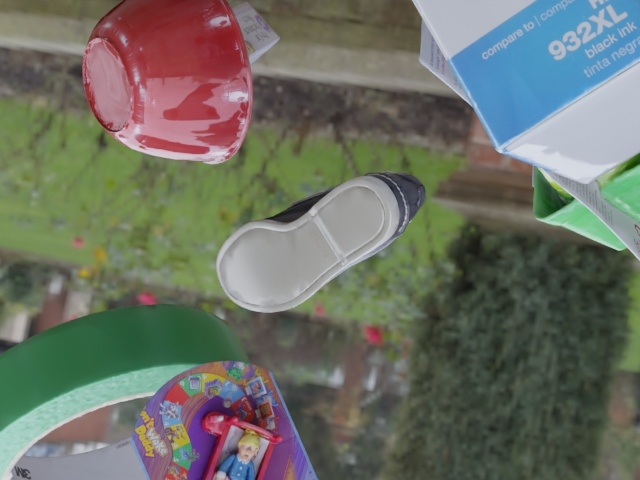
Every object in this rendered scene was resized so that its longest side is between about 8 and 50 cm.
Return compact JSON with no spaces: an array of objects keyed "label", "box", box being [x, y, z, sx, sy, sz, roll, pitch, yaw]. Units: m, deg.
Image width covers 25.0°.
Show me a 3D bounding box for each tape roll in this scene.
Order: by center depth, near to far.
[{"label":"tape roll","box":[-0.217,0.190,1.463,0.321,0.077,0.321,-19,149,-12]}]

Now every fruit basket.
[{"label":"fruit basket","box":[0.214,-0.163,1.383,0.353,0.327,0.165,32,132,-24]}]

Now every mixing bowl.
[{"label":"mixing bowl","box":[-0.151,-0.149,1.303,0.098,0.181,0.181,-16,-167,-35]}]

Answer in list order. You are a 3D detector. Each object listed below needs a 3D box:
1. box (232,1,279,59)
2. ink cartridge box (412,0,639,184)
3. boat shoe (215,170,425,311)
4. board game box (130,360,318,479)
[{"label":"box","box":[-0.123,-0.212,1.635,0.067,0.063,0.324,49,-161,-3]},{"label":"ink cartridge box","box":[0.135,-0.209,1.004,0.129,0.307,0.223,-33,164,20]},{"label":"boat shoe","box":[0.000,0.000,1.119,0.206,0.075,0.065,-28,178,44]},{"label":"board game box","box":[-0.069,0.178,1.149,0.133,0.169,0.033,-22,175,-25]}]
